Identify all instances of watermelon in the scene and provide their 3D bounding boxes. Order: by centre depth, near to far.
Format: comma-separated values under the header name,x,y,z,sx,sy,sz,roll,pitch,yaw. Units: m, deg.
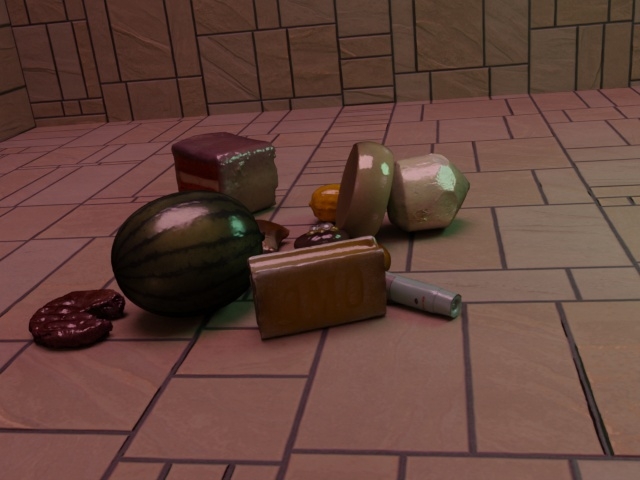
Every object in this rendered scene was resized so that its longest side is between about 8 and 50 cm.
name,x,y,z,sx,sy,sz,roll,pitch,yaw
watermelon,-0.281,0.025,1.577,0.359,0.279,0.279,-14,23,-20

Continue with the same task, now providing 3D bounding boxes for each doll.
name,x,y,z,sx,sy,sz,roll,pitch,yaw
doll,-0.009,0.001,1.837,0.145,0.096,0.188,-10,10,-30

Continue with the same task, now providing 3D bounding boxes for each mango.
name,x,y,z,sx,sy,sz,roll,pitch,yaw
mango,0.115,0.053,1.682,0.105,0.084,0.159,-19,-2,1

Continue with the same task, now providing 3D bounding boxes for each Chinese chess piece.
name,x,y,z,sx,sy,sz,roll,pitch,yaw
Chinese chess piece,0.117,-0.133,1.900,0.102,0.273,0.273,11,20,-8

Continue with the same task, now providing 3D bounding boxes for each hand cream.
name,x,y,z,sx,sy,sz,roll,pitch,yaw
hand cream,0.156,0.100,1.557,0.331,0.085,0.058,17,43,39

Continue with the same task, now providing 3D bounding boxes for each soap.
name,x,y,z,sx,sy,sz,roll,pitch,yaw
soap,-0.004,0.099,1.469,0.274,0.174,0.089,-11,30,-10

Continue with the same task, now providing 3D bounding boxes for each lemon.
name,x,y,z,sx,sy,sz,roll,pitch,yaw
lemon,0.042,-0.110,2.072,0.155,0.114,0.114,-6,21,-4

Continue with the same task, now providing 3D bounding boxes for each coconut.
name,x,y,z,sx,sy,sz,roll,pitch,yaw
coconut,0.292,-0.132,1.930,0.233,0.224,0.224,-4,21,7

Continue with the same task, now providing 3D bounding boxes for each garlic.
name,x,y,z,sx,sy,sz,roll,pitch,yaw
garlic,-0.145,0.005,1.873,0.128,0.091,0.198,5,16,-5

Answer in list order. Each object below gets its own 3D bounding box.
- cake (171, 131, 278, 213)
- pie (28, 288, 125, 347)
name,x,y,z,sx,sy,sz,roll,pitch,yaw
cake,-0.303,-0.208,2.249,0.230,0.237,0.308,-22,27,-34
pie,-0.543,0.173,1.588,0.204,0.054,0.219,2,24,18
